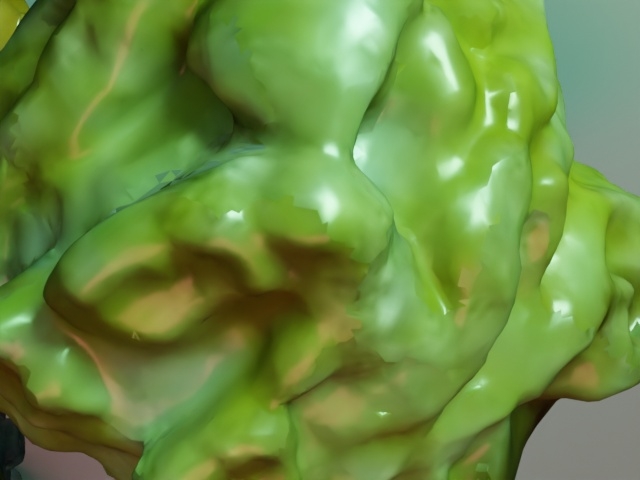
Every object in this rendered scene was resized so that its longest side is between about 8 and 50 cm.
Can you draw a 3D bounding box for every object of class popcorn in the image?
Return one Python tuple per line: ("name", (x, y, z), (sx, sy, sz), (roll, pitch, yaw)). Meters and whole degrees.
("popcorn", (-0.016, -0.003, 0.607), (0.312, 0.312, 0.312), (3, 144, 2))

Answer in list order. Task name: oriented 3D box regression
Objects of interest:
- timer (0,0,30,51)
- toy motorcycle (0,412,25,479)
("timer", (-0.194, -0.070, 0.688), (0.152, 0.132, 0.132), (-36, 132, 13))
("toy motorcycle", (-0.292, 0.206, 1.006), (0.237, 0.168, 0.410), (-7, 147, -3))
